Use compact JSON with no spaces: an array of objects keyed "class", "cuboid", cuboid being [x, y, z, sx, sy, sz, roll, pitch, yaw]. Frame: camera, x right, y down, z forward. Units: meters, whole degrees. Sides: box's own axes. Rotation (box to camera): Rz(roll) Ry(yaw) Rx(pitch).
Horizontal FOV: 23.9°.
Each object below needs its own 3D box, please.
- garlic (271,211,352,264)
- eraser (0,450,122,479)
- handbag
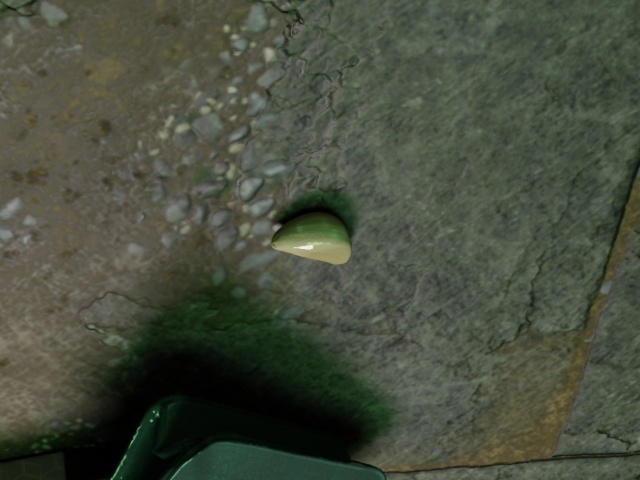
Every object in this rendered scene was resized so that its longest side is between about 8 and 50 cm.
[{"class":"garlic","cuboid":[-0.001,0.000,1.437,0.083,0.041,0.053,19,129,-37]},{"class":"eraser","cuboid":[-0.376,0.300,1.572,0.403,0.096,0.098,-9,131,-7]},{"class":"handbag","cuboid":[-0.097,0.289,1.555,0.326,0.089,0.238,22,105,-50]}]
